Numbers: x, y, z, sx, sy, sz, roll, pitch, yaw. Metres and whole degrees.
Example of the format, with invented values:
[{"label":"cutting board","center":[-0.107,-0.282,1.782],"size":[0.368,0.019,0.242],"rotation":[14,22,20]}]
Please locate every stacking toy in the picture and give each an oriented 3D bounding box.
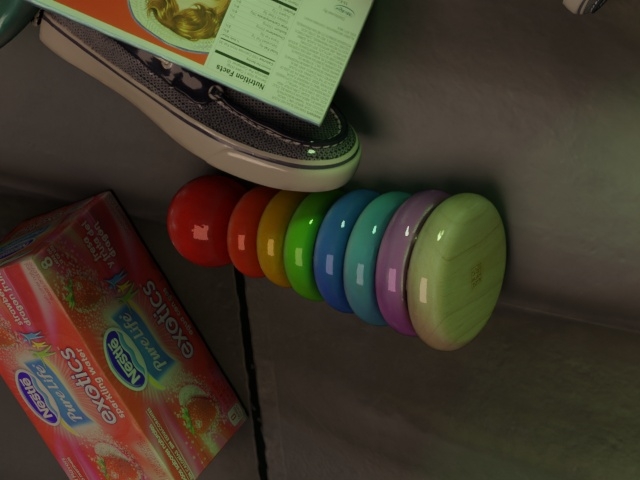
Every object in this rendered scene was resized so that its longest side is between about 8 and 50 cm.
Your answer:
[{"label":"stacking toy","center":[0.000,0.000,1.457],"size":[0.330,0.141,0.141],"rotation":[13,127,33]}]

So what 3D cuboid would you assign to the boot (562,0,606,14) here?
[{"label":"boot","center":[0.263,-0.218,1.166],"size":[0.086,0.069,0.190],"rotation":[42,131,4]}]

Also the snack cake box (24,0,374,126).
[{"label":"snack cake box","center":[-0.092,-0.213,1.284],"size":[0.264,0.089,0.152],"rotation":[23,95,-6]}]

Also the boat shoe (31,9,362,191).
[{"label":"boat shoe","center":[-0.101,-0.183,1.377],"size":[0.340,0.127,0.158],"rotation":[29,133,11]}]

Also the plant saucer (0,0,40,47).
[{"label":"plant saucer","center":[-0.367,-0.237,1.297],"size":[0.317,0.044,0.318],"rotation":[-10,141,-8]}]

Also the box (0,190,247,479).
[{"label":"box","center":[-0.233,0.120,1.658],"size":[0.154,0.142,0.300],"rotation":[-15,112,39]}]
